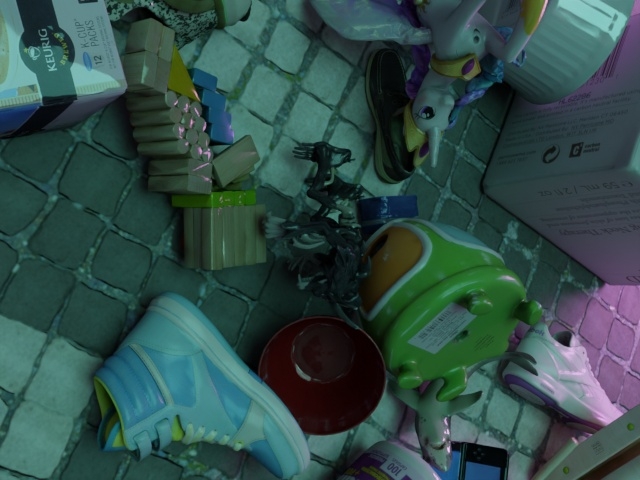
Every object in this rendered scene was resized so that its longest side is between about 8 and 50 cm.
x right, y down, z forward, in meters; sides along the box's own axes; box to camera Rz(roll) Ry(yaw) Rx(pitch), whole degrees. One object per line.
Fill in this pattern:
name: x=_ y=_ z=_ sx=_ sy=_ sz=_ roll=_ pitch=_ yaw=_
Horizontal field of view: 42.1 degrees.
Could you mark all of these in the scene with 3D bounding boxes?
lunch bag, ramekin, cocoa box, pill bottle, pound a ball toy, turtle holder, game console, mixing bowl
lunch bag: x=0.113 y=-0.038 z=1.334 sx=0.098 sy=0.067 sz=0.065 roll=-4 pitch=90 yaw=-34
ramekin: x=0.382 y=-0.384 z=1.413 sx=0.135 sy=0.277 sz=0.277 roll=23 pitch=75 yaw=-21
cocoa box: x=-0.396 y=-0.291 z=0.920 sx=0.227 sy=0.231 sz=0.347 roll=-17 pitch=96 yaw=-32
pill bottle: x=0.041 y=0.445 z=1.201 sx=0.301 sy=0.169 sz=0.169 roll=-37 pitch=107 yaw=-29
pound a ball toy: x=0.489 y=0.408 z=1.427 sx=0.208 sy=0.319 sz=0.136 roll=14 pitch=40 yaw=-45
turtle holder: x=0.195 y=0.083 z=1.277 sx=0.320 sy=0.243 sz=0.227 roll=-6 pitch=46 yaw=-34
game console: x=0.239 y=0.412 z=1.384 sx=0.085 sy=0.124 sz=0.144 roll=19 pitch=76 yaw=-58
mixing bowl: x=0.003 y=0.180 z=1.213 sx=0.181 sy=0.098 sz=0.182 roll=0 pitch=105 yaw=2

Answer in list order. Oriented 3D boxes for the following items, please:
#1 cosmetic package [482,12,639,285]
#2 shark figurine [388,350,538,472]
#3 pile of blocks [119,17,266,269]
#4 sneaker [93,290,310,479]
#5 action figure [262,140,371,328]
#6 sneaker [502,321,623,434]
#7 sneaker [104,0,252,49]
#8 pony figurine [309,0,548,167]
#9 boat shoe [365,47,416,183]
cosmetic package: x=0.574 y=-0.147 z=1.483 sx=0.393 sy=0.329 sz=0.328 roll=32 pitch=71 yaw=-27
shark figurine: x=0.227 y=0.258 z=1.378 sx=0.278 sy=0.166 sz=0.116 roll=-38 pitch=141 yaw=-28
pile of blocks: x=-0.182 y=-0.122 z=1.124 sx=0.149 sy=0.112 sz=0.362 roll=-39 pitch=120 yaw=-42
sneaker: x=-0.172 y=0.247 z=1.104 sx=0.319 sy=0.127 sz=0.208 roll=50 pitch=61 yaw=-10
action figure: x=0.000 y=0.000 z=1.185 sx=0.164 sy=0.140 sz=0.276 roll=71 pitch=14 yaw=-51
sneaker: x=0.472 y=0.259 z=1.521 sx=0.305 sy=0.114 sz=0.152 roll=34 pitch=71 yaw=-27
sneaker: x=-0.213 y=-0.347 z=1.003 sx=0.182 sy=0.158 sz=0.410 roll=-50 pitch=156 yaw=-9
pony figurine: x=0.173 y=-0.333 z=1.217 sx=0.302 sy=0.363 sz=0.351 roll=2 pitch=50 yaw=-25
boat shoe: x=0.126 y=-0.206 z=1.347 sx=0.080 sy=0.073 sz=0.224 roll=-3 pitch=88 yaw=-30
